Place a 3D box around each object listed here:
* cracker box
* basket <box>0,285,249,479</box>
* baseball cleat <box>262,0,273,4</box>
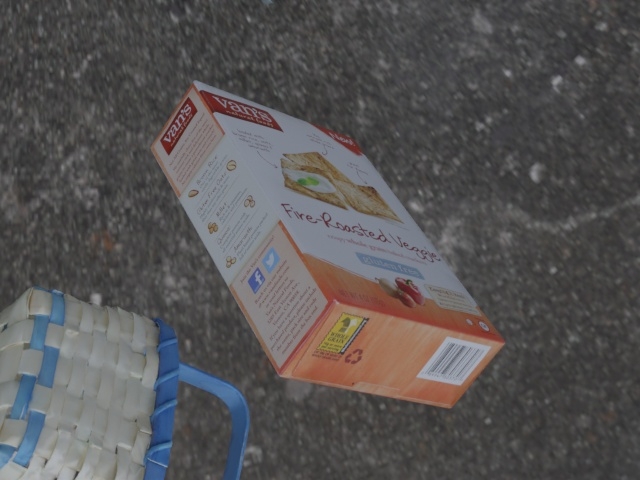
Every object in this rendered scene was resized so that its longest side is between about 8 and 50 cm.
[{"bbox_3d":[0.000,0.000,0.826,0.155,0.232,0.067,15,119,-41],"label":"cracker box"},{"bbox_3d":[-0.189,0.188,1.115,0.289,0.255,0.201,30,131,-25],"label":"basket"},{"bbox_3d":[-0.055,-0.357,1.405,0.072,0.206,0.109,3,148,19],"label":"baseball cleat"}]
